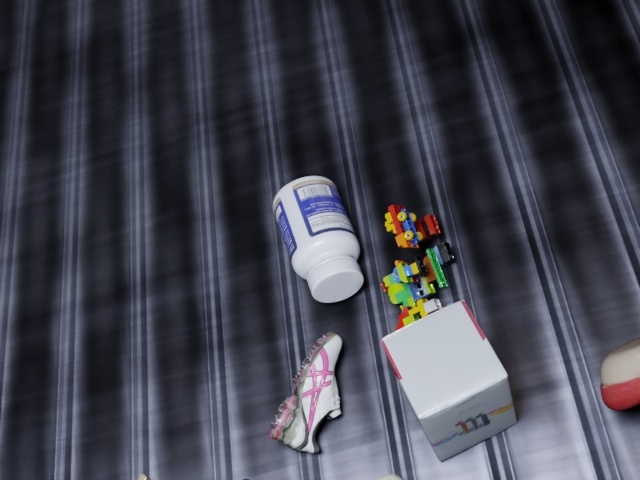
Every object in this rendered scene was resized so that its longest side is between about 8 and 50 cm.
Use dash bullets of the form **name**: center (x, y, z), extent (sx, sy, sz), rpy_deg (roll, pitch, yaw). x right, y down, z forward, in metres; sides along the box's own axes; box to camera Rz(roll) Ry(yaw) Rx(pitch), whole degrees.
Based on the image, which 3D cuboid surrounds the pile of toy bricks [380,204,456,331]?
- **pile of toy bricks**: center (0.137, 0.061, 1.393), extent (0.105, 0.118, 0.212), rpy_deg (-30, 68, 34)

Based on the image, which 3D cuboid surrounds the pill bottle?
- **pill bottle**: center (0.000, 0.000, 1.455), extent (0.112, 0.112, 0.187), rpy_deg (-23, 56, 4)

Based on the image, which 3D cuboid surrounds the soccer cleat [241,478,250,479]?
- **soccer cleat**: center (-0.149, 0.480, 1.235), extent (0.116, 0.108, 0.318), rpy_deg (26, 68, 8)

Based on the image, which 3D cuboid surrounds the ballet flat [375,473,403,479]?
- **ballet flat**: center (0.044, 0.373, 1.243), extent (0.168, 0.057, 0.052), rpy_deg (-32, 27, -2)

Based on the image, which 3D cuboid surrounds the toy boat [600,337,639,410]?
- **toy boat**: center (0.480, 0.198, 1.177), extent (0.231, 0.151, 0.151), rpy_deg (-5, 88, 16)

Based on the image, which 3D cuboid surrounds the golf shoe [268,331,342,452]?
- **golf shoe**: center (-0.004, 0.225, 1.358), extent (0.086, 0.067, 0.186), rpy_deg (27, 66, -1)

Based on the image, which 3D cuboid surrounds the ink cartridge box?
- **ink cartridge box**: center (0.176, 0.193, 1.241), extent (0.127, 0.176, 0.128), rpy_deg (-26, 56, -1)

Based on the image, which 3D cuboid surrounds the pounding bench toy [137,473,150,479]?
- **pounding bench toy**: center (-0.264, 0.393, 1.343), extent (0.065, 0.052, 0.083), rpy_deg (-36, 55, -4)
